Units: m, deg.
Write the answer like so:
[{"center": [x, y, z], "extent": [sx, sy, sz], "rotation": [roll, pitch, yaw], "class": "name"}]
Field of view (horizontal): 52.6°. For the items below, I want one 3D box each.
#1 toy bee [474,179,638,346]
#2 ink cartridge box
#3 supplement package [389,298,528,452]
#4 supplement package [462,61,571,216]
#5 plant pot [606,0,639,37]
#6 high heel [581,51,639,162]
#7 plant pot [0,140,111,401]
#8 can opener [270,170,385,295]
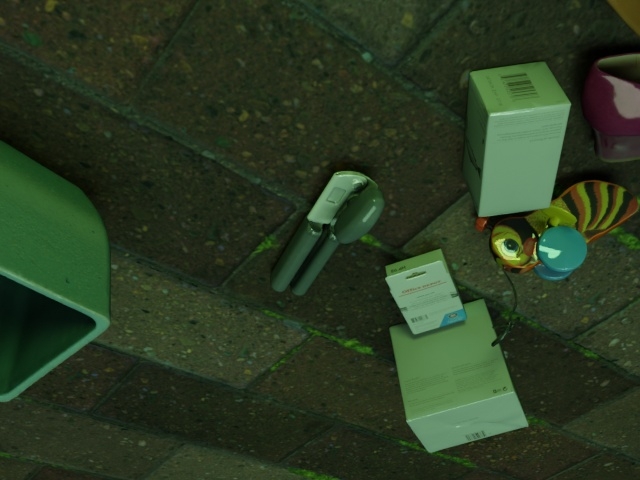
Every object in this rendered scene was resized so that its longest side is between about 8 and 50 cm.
[{"center": [0.328, -0.006, 0.997], "extent": [0.298, 0.162, 0.195], "rotation": [-37, 163, -22], "class": "toy bee"}, {"center": [0.181, 0.081, 1.130], "extent": [0.104, 0.060, 0.180], "rotation": [-18, 135, 12], "class": "ink cartridge box"}, {"center": [0.255, 0.254, 1.215], "extent": [0.194, 0.203, 0.149], "rotation": [-19, 135, 13], "class": "supplement package"}, {"center": [0.261, -0.135, 0.887], "extent": [0.105, 0.105, 0.179], "rotation": [-8, 135, 1], "class": "supplement package"}, {"center": [0.411, -0.319, 0.613], "extent": [0.203, 0.290, 0.291], "rotation": [-40, 129, 9], "class": "plant pot"}, {"center": [0.534, -0.208, 0.823], "extent": [0.378, 0.127, 0.181], "rotation": [-18, 145, 16], "class": "high heel"}, {"center": [-0.432, 0.017, 0.849], "extent": [0.247, 0.252, 0.248], "rotation": [-35, 129, 25], "class": "plant pot"}, {"center": [0.000, 0.000, 1.010], "extent": [0.074, 0.093, 0.280], "rotation": [15, 136, -22], "class": "can opener"}]
